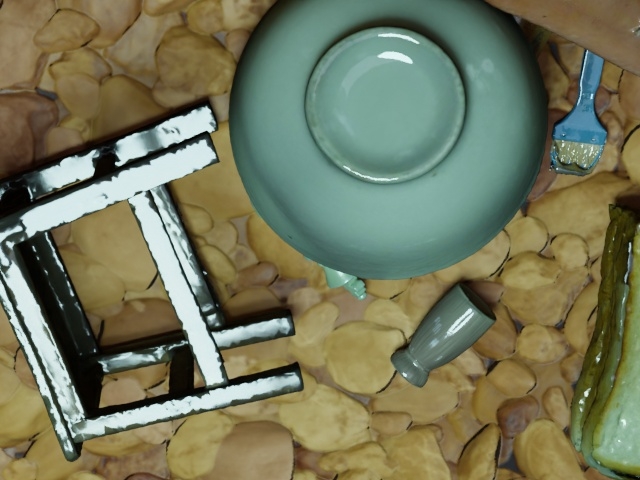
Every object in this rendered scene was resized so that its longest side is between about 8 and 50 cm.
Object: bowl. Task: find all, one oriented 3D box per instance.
[{"bbox_3d":[0.056,-0.112,1.489,0.289,0.146,0.289,0,88,3],"label":"bowl"}]

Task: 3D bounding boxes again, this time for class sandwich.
[{"bbox_3d":[0.401,0.112,1.675,0.301,0.099,0.271,6,112,-11],"label":"sandwich"}]

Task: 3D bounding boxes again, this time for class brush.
[{"bbox_3d":[0.247,-0.139,1.619,0.051,0.014,0.164,5,107,-9],"label":"brush"}]

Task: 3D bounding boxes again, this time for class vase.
[{"bbox_3d":[0.115,0.092,1.662,0.053,0.053,0.100,40,105,-16],"label":"vase"}]

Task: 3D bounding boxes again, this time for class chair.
[{"bbox_3d":[-0.252,0.068,1.539,0.416,0.203,0.240,-20,106,2],"label":"chair"}]

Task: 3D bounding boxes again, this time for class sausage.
[{"bbox_3d":[0.297,-0.185,1.531,0.419,0.094,0.094,21,73,-23],"label":"sausage"}]

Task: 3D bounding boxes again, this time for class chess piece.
[{"bbox_3d":[0.000,0.000,1.620,0.059,0.059,0.149,-37,113,7],"label":"chess piece"}]

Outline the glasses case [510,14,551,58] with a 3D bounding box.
[{"bbox_3d":[0.155,-0.152,1.591,0.065,0.041,0.170,24,103,-14],"label":"glasses case"}]
